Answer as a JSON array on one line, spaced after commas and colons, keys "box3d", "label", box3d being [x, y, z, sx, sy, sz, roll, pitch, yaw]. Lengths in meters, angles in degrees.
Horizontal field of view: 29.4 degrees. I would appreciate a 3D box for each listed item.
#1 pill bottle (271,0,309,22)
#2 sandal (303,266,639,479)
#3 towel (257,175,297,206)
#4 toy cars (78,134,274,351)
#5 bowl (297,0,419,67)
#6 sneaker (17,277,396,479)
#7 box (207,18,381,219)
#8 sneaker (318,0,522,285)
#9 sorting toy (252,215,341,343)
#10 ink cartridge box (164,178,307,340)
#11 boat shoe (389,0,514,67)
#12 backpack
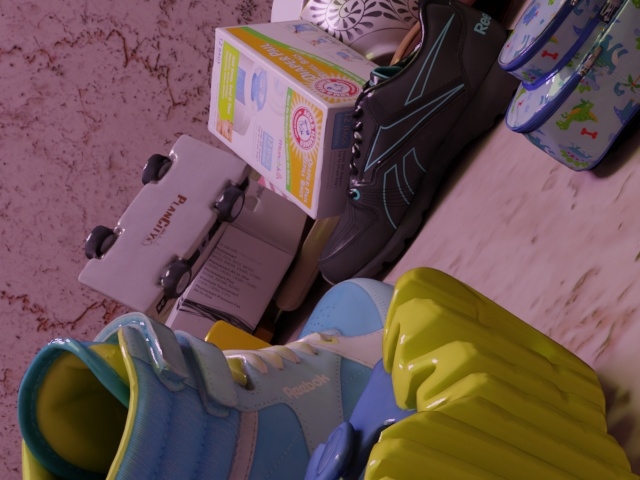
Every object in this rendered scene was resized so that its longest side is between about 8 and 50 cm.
[{"box3d": [0.044, -0.234, 1.313, 0.108, 0.180, 0.107, -24, 63, 61], "label": "pill bottle"}, {"box3d": [0.046, 0.117, 0.425, 0.138, 0.126, 0.317, -59, 0, 12], "label": "sandal"}, {"box3d": [-0.039, -0.055, 1.410, 0.197, 0.029, 0.144, -57, 22, 20], "label": "towel"}, {"box3d": [-0.122, 0.085, 1.118, 0.087, 0.177, 0.393, 86, 172, -60], "label": "toy cars"}, {"box3d": [0.063, -0.185, 1.227, 0.170, 0.170, 0.080, -51, 37, 34], "label": "bowl"}, {"box3d": [-0.043, 0.080, 0.663, 0.127, 0.208, 0.319, -40, 17, 31], "label": "sneaker"}, {"box3d": [-0.010, -0.118, 1.138, 0.203, 0.103, 0.114, 41, 133, 44], "label": "box"}, {"box3d": [0.064, -0.082, 1.025, 0.267, 0.106, 0.101, -56, 10, 16], "label": "sneaker"}, {"box3d": [0.000, 0.000, 1.317, 0.307, 0.041, 0.229, -62, 5, 14], "label": "sorting toy"}, {"box3d": [-0.099, 0.053, 1.298, 0.203, 0.086, 0.148, -60, 6, 20], "label": "ink cartridge box"}, {"box3d": [0.125, -0.184, 1.161, 0.073, 0.073, 0.207, 16, 76, 39], "label": "boat shoe"}, {"box3d": [0.151, -0.104, 0.700, 0.114, 0.084, 0.105, -58, 6, 10], "label": "backpack"}]
